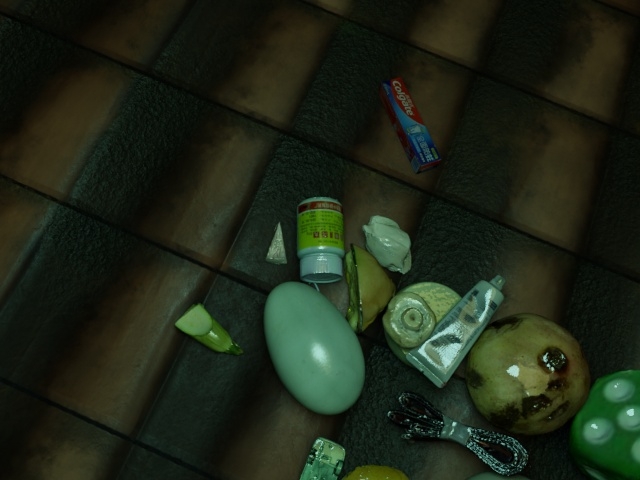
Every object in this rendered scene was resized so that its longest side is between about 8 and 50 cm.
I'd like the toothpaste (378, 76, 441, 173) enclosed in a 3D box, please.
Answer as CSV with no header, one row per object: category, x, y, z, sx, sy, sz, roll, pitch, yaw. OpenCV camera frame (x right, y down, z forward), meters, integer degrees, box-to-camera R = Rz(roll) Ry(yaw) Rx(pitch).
toothpaste,0.284,-0.372,1.704,0.076,0.066,0.321,-20,75,-10

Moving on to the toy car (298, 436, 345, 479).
toy car,-0.013,0.623,1.353,0.090,0.076,0.224,23,80,2

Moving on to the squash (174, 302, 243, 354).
squash,-0.299,0.254,1.450,0.200,0.075,0.090,34,47,5

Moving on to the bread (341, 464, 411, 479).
bread,0.135,0.677,1.313,0.239,0.139,0.240,1,72,-4

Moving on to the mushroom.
mushroom,0.232,0.208,1.383,0.147,0.112,0.148,0,81,-1

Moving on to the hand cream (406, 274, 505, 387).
hand cream,0.382,0.227,1.418,0.124,0.078,0.341,41,82,14

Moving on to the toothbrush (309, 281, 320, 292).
toothbrush,0.008,0.180,1.530,0.019,0.013,0.193,-29,76,-6

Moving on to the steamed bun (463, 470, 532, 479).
steamed bun,0.443,0.731,1.283,0.324,0.206,0.325,2,65,-5

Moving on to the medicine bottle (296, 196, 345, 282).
medicine bottle,0.000,0.000,1.521,0.139,0.139,0.226,0,72,-4

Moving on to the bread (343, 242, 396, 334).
bread,0.140,0.142,1.474,0.132,0.174,0.252,2,65,-11

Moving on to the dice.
dice,0.827,0.514,1.295,0.297,0.300,0.287,46,72,-23

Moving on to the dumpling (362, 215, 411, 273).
dumpling,0.203,0.004,1.555,0.199,0.118,0.136,45,56,-19

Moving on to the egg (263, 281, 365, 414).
egg,-0.022,0.274,1.385,0.229,0.230,0.371,-24,69,-12

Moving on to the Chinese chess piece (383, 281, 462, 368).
Chinese chess piece,0.302,0.240,1.487,0.250,0.101,0.251,1,72,-4

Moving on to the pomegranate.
pomegranate,0.536,0.347,1.384,0.321,0.322,0.322,1,72,-4

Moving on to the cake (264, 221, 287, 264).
cake,-0.120,0.009,1.557,0.065,0.052,0.121,11,71,5

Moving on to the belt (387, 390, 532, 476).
belt,0.350,0.492,1.343,0.359,0.094,0.126,12,68,28
